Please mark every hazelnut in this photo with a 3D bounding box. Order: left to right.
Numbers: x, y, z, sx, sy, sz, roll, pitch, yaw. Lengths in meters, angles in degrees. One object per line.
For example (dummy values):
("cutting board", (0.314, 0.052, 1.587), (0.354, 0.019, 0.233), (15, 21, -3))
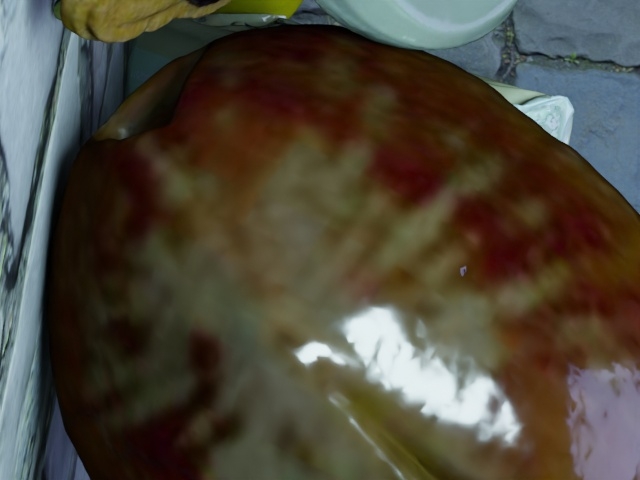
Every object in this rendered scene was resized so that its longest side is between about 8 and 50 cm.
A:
("hazelnut", (0.015, 0.076, 1.108), (0.402, 0.429, 0.402), (-39, 175, -4))

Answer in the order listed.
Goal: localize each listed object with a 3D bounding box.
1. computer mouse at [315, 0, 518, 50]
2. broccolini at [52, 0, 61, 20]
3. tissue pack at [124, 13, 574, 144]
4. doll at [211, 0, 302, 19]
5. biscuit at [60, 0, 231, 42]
("computer mouse", (0.014, -0.261, 1.101), (0.095, 0.197, 0.330), (-40, -117, 43))
("broccolini", (-0.119, -0.214, 1.017), (0.054, 0.051, 0.239), (-22, -134, 34))
("tissue pack", (0.000, 0.000, 1.491), (0.405, 0.205, 0.331), (24, -66, 50))
("doll", (-0.096, -0.313, 1.684), (0.145, 0.199, 0.363), (-19, 107, -50))
("biscuit", (-0.042, -0.196, 0.837), (0.290, 0.041, 0.208), (-32, 147, -53))
